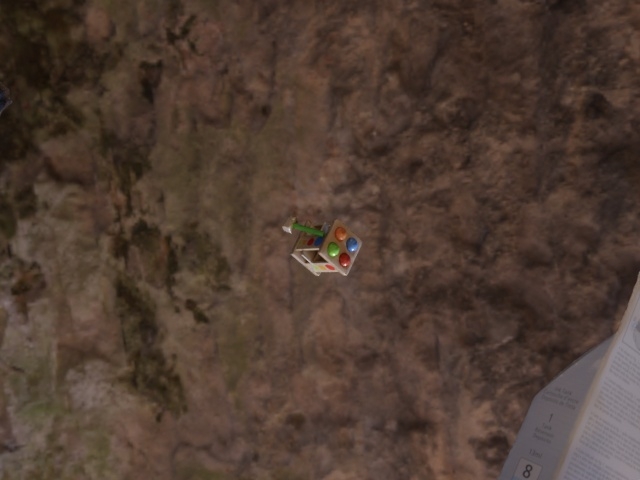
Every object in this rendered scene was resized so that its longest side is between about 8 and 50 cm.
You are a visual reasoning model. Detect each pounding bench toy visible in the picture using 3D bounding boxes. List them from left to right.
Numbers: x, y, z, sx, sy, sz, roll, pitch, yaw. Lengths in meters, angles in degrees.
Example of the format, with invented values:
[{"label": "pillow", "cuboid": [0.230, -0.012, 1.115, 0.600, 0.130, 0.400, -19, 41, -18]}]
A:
[{"label": "pounding bench toy", "cuboid": [0.000, 0.000, 0.961, 0.065, 0.083, 0.052, -3, -127, 49]}]

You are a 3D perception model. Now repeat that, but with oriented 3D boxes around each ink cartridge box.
[{"label": "ink cartridge box", "cuboid": [0.424, 0.231, 1.045, 0.091, 0.308, 0.385, 8, -111, 59]}]

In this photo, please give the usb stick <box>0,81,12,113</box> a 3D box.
[{"label": "usb stick", "cuboid": [-0.368, -0.198, 0.626, 0.278, 0.045, 0.077, 44, 7, -18]}]
